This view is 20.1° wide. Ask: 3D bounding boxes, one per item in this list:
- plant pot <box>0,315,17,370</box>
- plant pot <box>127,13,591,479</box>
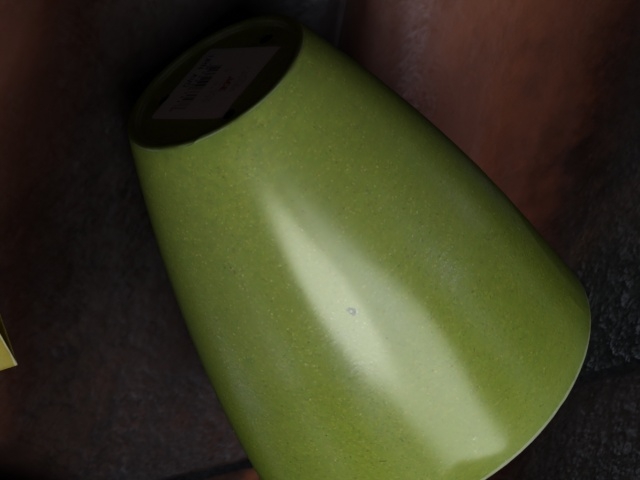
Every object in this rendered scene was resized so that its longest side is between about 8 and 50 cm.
[{"bbox_3d":[-0.262,0.049,1.195,0.083,0.081,0.081,-24,135,-5],"label":"plant pot"},{"bbox_3d":[0.000,0.000,1.245,0.275,0.275,0.293,-39,121,-6],"label":"plant pot"}]
